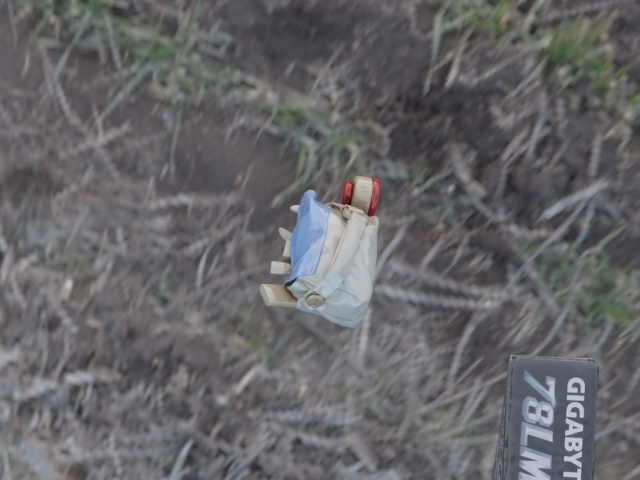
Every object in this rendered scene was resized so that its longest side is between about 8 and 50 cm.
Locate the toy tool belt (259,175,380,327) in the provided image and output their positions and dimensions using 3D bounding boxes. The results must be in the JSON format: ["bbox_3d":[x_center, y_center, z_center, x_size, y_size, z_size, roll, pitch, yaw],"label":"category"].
[{"bbox_3d":[0.000,0.000,0.900,0.051,0.052,0.083,11,53,-6],"label":"toy tool belt"}]

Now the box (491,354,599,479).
[{"bbox_3d":[0.160,0.273,1.433,0.073,0.293,0.295,3,64,5],"label":"box"}]
